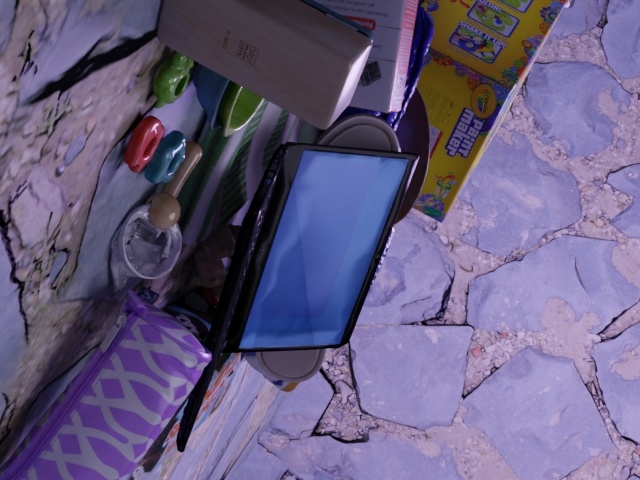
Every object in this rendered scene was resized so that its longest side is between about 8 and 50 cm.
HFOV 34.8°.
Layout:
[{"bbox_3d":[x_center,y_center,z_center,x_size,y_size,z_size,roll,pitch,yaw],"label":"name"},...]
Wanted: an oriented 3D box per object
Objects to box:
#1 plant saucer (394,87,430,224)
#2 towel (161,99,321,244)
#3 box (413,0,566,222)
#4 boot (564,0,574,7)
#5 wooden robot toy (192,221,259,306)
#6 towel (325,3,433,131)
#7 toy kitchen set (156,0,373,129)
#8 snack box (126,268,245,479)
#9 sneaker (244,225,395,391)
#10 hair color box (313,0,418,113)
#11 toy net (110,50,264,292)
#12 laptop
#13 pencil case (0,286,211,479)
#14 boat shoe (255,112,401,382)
[{"bbox_3d":[0.074,-0.117,1.326,0.198,0.036,0.199,-7,-98,62],"label":"plant saucer"},{"bbox_3d":[-0.024,-0.142,0.927,0.248,0.038,0.325,-64,171,25],"label":"towel"},{"bbox_3d":[0.204,-0.239,1.538,0.279,0.177,0.290,-56,171,-38],"label":"box"},{"bbox_3d":[0.431,-0.551,1.505,0.445,0.146,0.367,-62,-155,28],"label":"boot"},{"bbox_3d":[-0.091,0.017,1.029,0.076,0.079,0.173,-30,149,7],"label":"wooden robot toy"},{"bbox_3d":[0.043,-0.114,1.203,0.308,0.076,0.228,-63,180,38],"label":"towel"},{"bbox_3d":[0.014,-0.206,0.603,0.166,0.122,0.207,-52,169,-47],"label":"toy kitchen set"},{"bbox_3d":[-0.148,0.143,1.093,0.187,0.060,0.322,-63,172,16],"label":"snack box"},{"bbox_3d":[-0.020,0.068,1.332,0.296,0.131,0.112,-54,179,26],"label":"sneaker"},{"bbox_3d":[0.019,-0.175,0.682,0.053,0.093,0.167,-28,128,-73],"label":"hair color box"},{"bbox_3d":[-0.106,-0.039,0.738,0.232,0.045,0.122,-64,172,29],"label":"toy net"},{"bbox_3d":[-0.014,0.045,0.925,0.264,0.136,0.234,-76,-176,-66],"label":"laptop"},{"bbox_3d":[-0.170,0.138,0.779,0.206,0.086,0.088,-55,143,-3],"label":"pencil case"},{"bbox_3d":[0.000,0.000,1.107,0.095,0.112,0.335,-82,-171,-60],"label":"boat shoe"}]
